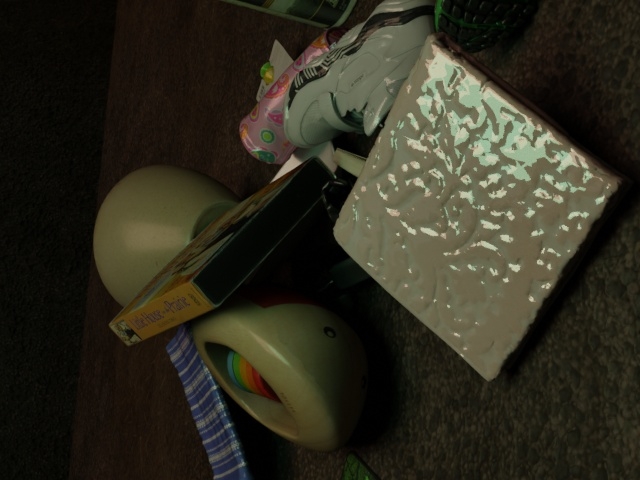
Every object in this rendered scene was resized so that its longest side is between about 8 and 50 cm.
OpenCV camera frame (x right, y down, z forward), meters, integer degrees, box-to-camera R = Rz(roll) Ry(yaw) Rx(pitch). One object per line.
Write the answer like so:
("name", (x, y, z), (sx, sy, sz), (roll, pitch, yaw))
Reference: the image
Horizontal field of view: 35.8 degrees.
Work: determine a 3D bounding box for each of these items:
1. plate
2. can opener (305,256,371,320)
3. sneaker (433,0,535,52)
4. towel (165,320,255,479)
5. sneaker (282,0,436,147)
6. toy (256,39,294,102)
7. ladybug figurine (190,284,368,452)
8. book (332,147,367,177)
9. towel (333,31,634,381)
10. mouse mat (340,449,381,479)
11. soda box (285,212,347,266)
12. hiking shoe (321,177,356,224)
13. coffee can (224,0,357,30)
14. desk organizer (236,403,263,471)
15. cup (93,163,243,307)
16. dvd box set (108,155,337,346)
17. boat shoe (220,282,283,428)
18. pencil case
("plate", (-0.046, -0.071, 1.774), (0.278, 0.045, 0.277), (-52, 19, 20))
("can opener", (0.062, 0.061, 1.609), (0.093, 0.074, 0.280), (58, 147, 3))
("sneaker", (0.241, -0.418, 1.351), (0.344, 0.134, 0.146), (-69, 21, 4))
("towel", (-0.214, 0.325, 1.869), (0.336, 0.040, 0.243), (67, 158, 11))
("sneaker", (0.068, -0.208, 1.552), (0.366, 0.137, 0.210), (-38, 47, 39))
("toy", (-0.055, -0.284, 1.951), (0.237, 0.056, 0.137), (55, 132, 47))
("ladybug figurine", (-0.062, 0.190, 1.614), (0.162, 0.305, 0.449), (-40, 19, -20))
("book", (0.090, -0.105, 1.555), (0.144, 0.096, 0.035), (33, 104, 61))
("towel", (0.184, -0.040, 1.245), (0.317, 0.053, 0.332), (43, 126, 24))
("mouse mat", (0.054, 0.444, 1.552), (0.152, 0.007, 0.190), (34, 113, 61))
("soda box", (0.000, 0.000, 1.739), (0.183, 0.063, 0.058), (-22, 60, 61))
("hiking shoe", (0.059, -0.063, 1.525), (0.086, 0.114, 0.227), (-41, 13, 14))
("coffee can", (-0.080, -0.519, 1.832), (0.201, 0.275, 0.202), (-29, 56, 58))
("desk organizer", (-0.129, 0.372, 1.896), (0.050, 0.047, 0.130), (-38, 48, 51))
("cup", (-0.257, 0.004, 2.005), (0.237, 0.331, 0.331), (0, 81, 51))
("dvd box set", (-0.174, 0.027, 1.651), (0.307, 0.062, 0.420), (-47, 11, -29))
("boat shoe", (-0.194, 0.224, 1.946), (0.127, 0.158, 0.341), (52, 127, 56))
("pencil case", (-0.024, -0.253, 1.759), (0.284, 0.124, 0.124), (-40, 45, 35))
